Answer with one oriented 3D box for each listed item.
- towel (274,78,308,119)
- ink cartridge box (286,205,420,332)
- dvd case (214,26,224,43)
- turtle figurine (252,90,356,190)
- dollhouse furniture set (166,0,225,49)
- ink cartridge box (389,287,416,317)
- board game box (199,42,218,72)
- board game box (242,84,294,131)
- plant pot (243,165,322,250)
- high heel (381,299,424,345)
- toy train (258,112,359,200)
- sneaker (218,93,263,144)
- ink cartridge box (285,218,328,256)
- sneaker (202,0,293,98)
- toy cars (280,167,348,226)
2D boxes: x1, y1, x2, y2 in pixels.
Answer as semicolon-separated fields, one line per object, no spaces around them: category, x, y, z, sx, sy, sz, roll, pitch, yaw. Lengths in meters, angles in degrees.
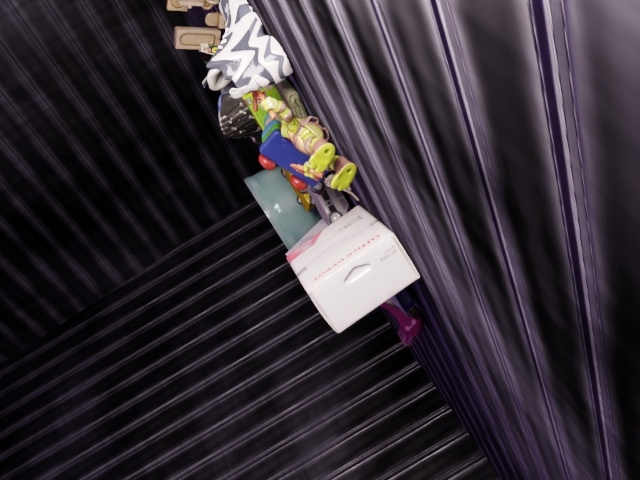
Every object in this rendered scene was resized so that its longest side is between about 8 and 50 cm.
towel;-0.063;-0.296;1.693;0.110;0.027;0.148;57;180;25
ink cartridge box;0.059;0.053;1.713;0.117;0.207;0.283;56;179;-18
dvd case;-0.256;-0.487;2.388;0.179;0.029;0.239;-96;-17;-60
turtle figurine;-0.016;-0.178;1.556;0.217;0.087;0.269;46;172;46
dollhouse furniture set;-0.297;-0.528;2.010;0.123;0.144;0.151;-126;39;-49
ink cartridge box;0.155;0.070;2.035;0.223;0.045;0.224;57;178;-14
board game box;-0.235;-0.458;2.131;0.259;0.136;0.030;-167;88;-87
board game box;-0.101;-0.287;1.833;0.043;0.092;0.181;56;179;44
plant pot;-0.069;-0.111;2.437;0.293;0.196;0.293;57;179;2
high heel;0.204;0.155;2.187;0.117;0.082;0.244;105;152;-49
toy train;-0.022;-0.182;1.797;0.248;0.105;0.143;31;-153;-27
sneaker;-0.193;-0.351;2.158;0.147;0.129;0.330;67;-167;9
ink cartridge box;0.000;0.000;2.348;0.046;0.207;0.097;41;171;30
sneaker;-0.169;-0.350;1.515;0.235;0.153;0.094;55;176;24
toy cars;-0.005;-0.135;2.145;0.394;0.087;0.177;48;162;54
